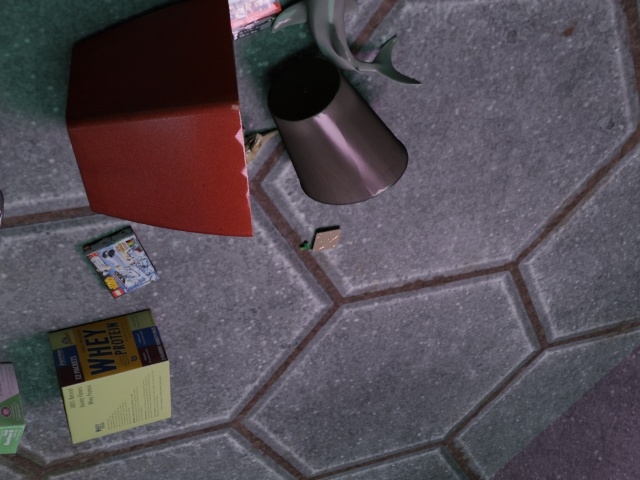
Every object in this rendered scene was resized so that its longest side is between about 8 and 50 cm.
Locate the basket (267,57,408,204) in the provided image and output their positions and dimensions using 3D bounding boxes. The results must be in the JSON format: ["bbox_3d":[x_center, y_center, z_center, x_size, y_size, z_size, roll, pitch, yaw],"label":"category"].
[{"bbox_3d":[0.017,-0.183,1.473,0.205,0.154,0.227,-6,149,21],"label":"basket"}]

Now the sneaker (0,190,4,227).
[{"bbox_3d":[-0.517,-0.015,1.312,0.078,0.106,0.234,23,127,-16],"label":"sneaker"}]

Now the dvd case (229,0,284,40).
[{"bbox_3d":[-0.106,-0.365,1.334,0.087,0.013,0.119,-22,142,-7],"label":"dvd case"}]

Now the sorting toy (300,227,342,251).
[{"bbox_3d":[0.000,0.000,1.791,0.083,0.012,0.062,-10,143,-25],"label":"sorting toy"}]

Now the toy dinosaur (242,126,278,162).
[{"bbox_3d":[-0.121,-0.164,1.528,0.183,0.053,0.092,-40,159,-4],"label":"toy dinosaur"}]

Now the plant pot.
[{"bbox_3d":[-0.232,-0.172,1.295,0.236,0.267,0.267,-7,138,-4],"label":"plant pot"}]

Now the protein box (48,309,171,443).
[{"bbox_3d":[-0.411,0.268,1.748,0.201,0.136,0.199,-13,139,-19],"label":"protein box"}]

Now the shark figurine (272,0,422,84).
[{"bbox_3d":[0.042,-0.308,1.395,0.166,0.116,0.278,-36,140,5],"label":"shark figurine"}]

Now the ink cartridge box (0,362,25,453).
[{"bbox_3d":[-0.670,0.312,1.631,0.213,0.154,0.093,3,131,-32],"label":"ink cartridge box"}]

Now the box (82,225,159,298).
[{"bbox_3d":[-0.362,0.042,1.616,0.094,0.027,0.137,-25,141,-6],"label":"box"}]
